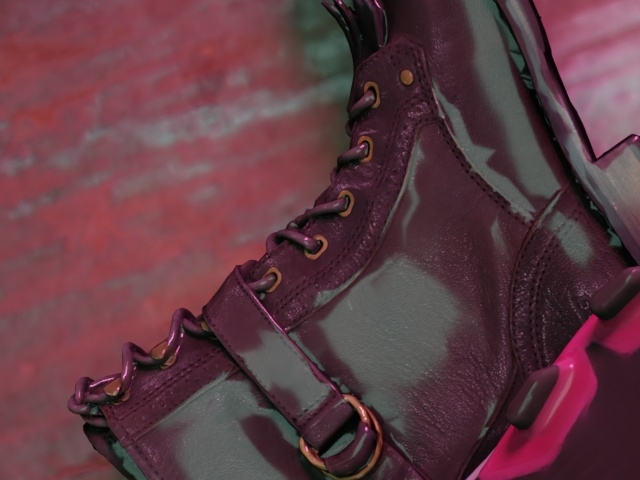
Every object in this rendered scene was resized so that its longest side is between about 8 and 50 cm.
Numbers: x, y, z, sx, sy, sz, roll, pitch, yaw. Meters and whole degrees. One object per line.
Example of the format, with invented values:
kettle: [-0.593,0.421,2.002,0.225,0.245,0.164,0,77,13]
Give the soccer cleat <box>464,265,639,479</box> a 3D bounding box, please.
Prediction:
soccer cleat: [0.114,0.097,0.637,0.331,0.143,0.116,-41,48,21]

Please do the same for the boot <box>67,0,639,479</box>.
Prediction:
boot: [0.000,0.000,0.714,0.229,0.091,0.263,-38,78,9]
